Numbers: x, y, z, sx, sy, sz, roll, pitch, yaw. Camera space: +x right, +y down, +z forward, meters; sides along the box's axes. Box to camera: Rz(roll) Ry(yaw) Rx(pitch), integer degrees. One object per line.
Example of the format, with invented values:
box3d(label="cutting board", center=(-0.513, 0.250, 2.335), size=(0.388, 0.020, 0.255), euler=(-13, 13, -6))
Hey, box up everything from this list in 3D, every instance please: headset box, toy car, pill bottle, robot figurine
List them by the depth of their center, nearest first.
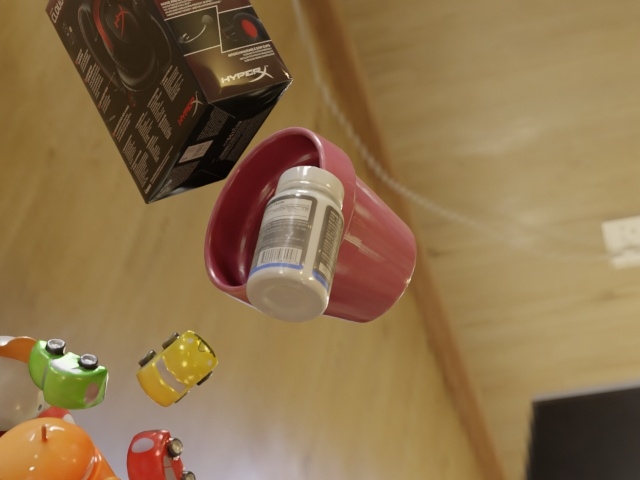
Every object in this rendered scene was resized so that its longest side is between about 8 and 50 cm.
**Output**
box3d(label="pill bottle", center=(-0.020, 0.001, 1.582), size=(0.078, 0.078, 0.137), euler=(60, 33, -44))
box3d(label="robot figurine", center=(-0.260, 0.269, 1.699), size=(0.219, 0.128, 0.158), euler=(63, -11, -28))
box3d(label="headset box", center=(-0.174, -0.222, 1.781), size=(0.110, 0.218, 0.293), euler=(-19, 72, -32))
box3d(label="toy car", center=(-0.231, 0.178, 1.840), size=(0.053, 0.225, 0.239), euler=(-46, 153, -54))
box3d(label="toy car", center=(-0.369, 0.194, 2.020), size=(0.210, 0.238, 0.219), euler=(22, 49, -18))

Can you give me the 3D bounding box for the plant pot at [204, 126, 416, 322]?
box3d(label="plant pot", center=(0.000, 0.000, 1.875), size=(0.180, 0.201, 0.201), euler=(28, 49, -34))
